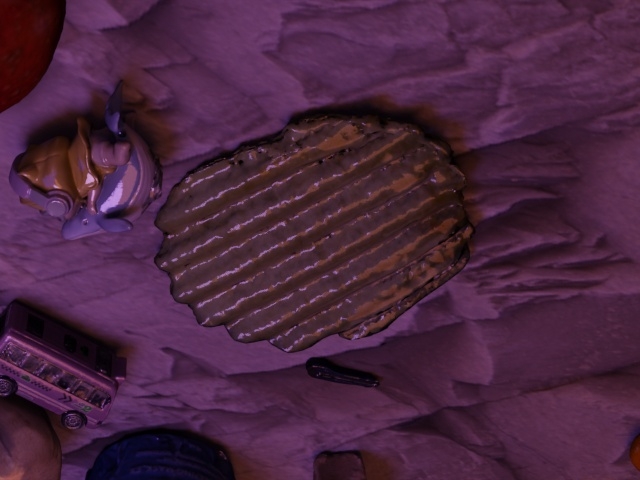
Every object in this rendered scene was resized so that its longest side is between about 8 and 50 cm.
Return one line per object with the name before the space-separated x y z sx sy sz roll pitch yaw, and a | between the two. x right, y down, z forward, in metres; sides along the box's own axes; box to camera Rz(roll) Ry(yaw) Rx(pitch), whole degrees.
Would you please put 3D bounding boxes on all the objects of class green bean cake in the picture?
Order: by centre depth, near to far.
green bean cake | 0.032 0.433 1.946 0.085 0.109 0.179 -4 128 -6

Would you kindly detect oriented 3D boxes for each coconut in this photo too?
coconut | -0.472 0.298 1.726 0.224 0.224 0.224 -4 128 -5

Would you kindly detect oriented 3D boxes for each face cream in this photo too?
face cream | -0.249 0.444 1.846 0.249 0.225 0.249 -2 129 -2

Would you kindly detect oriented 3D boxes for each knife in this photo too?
knife | 0.033 0.200 1.823 0.121 0.018 0.031 13 127 -19

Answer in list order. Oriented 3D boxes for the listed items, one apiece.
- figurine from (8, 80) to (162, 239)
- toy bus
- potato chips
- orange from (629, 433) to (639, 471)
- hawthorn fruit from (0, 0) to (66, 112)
figurine | -0.281 -0.089 1.492 0.184 0.128 0.208 14 117 -14
toy bus | -0.372 0.175 1.700 0.199 0.096 0.108 31 113 -24
potato chips | 0.000 0.000 1.635 0.429 0.070 0.358 -27 124 12
orange | 0.541 0.342 1.970 0.083 0.070 0.083 -1 130 -1
hawthorn fruit | -0.390 -0.257 1.260 0.369 0.284 0.284 -19 128 -4
